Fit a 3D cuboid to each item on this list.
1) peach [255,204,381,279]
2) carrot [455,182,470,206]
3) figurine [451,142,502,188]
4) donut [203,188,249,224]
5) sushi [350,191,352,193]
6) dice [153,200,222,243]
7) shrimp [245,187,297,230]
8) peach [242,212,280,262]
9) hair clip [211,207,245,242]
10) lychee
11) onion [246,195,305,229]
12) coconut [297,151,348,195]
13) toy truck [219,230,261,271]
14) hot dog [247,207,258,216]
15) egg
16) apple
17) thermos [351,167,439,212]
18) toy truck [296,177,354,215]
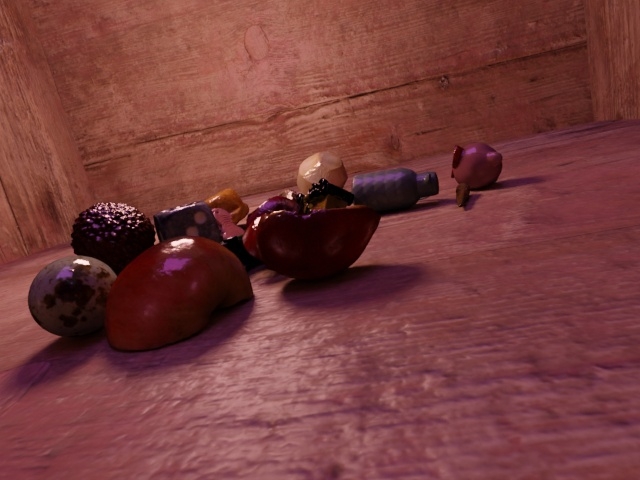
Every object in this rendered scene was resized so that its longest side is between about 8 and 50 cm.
[{"bbox_3d":[-0.002,0.006,0.904,0.267,0.154,0.159,-3,4,2],"label":"peach"},{"bbox_3d":[0.447,-0.140,1.349,0.049,0.049,0.254,-8,16,23],"label":"carrot"},{"bbox_3d":[0.552,-0.263,1.510,0.173,0.173,0.173,-12,12,3],"label":"figurine"},{"bbox_3d":[-0.462,-0.111,1.858,0.299,0.150,0.317,-35,15,-27],"label":"donut"},{"bbox_3d":[0.160,-0.202,1.895,0.055,0.052,0.120,0,18,44],"label":"sushi"},{"bbox_3d":[-0.455,-0.029,1.459,0.183,0.182,0.181,-21,15,-25],"label":"dice"},{"bbox_3d":[-0.176,-0.106,1.556,0.253,0.058,0.173,-27,42,37],"label":"shrimp"},{"bbox_3d":[-0.089,-0.021,1.113,0.189,0.068,0.279,27,28,1],"label":"peach"},{"bbox_3d":[-0.348,-0.054,1.579,0.102,0.138,0.123,-2,9,24],"label":"hair clip"},{"bbox_3d":[-0.670,0.008,1.407,0.264,0.300,0.264,-52,3,3],"label":"lychee"},{"bbox_3d":[-0.158,-0.058,1.399,0.195,0.140,0.218,-39,9,-19],"label":"onion"},{"bbox_3d":[0.005,-0.307,2.145,0.259,0.259,0.259,-12,12,3],"label":"coconut"},{"bbox_3d":[-0.217,0.028,1.163,0.125,0.101,0.242,-11,9,31],"label":"toy truck"},{"bbox_3d":[-0.248,-0.134,1.993,0.088,0.061,0.286,-6,16,27],"label":"hot dog"},{"bbox_3d":[-0.514,0.118,0.909,0.169,0.169,0.231,-17,0,-18],"label":"egg"},{"bbox_3d":[-0.294,0.079,0.862,0.251,0.163,0.293,-4,13,30],"label":"apple"},{"bbox_3d":[0.264,-0.169,1.480,0.286,0.145,0.182,-6,-17,19],"label":"thermos"},{"bbox_3d":[-0.002,-0.109,1.441,0.127,0.127,0.257,21,-15,-23],"label":"toy truck"}]
